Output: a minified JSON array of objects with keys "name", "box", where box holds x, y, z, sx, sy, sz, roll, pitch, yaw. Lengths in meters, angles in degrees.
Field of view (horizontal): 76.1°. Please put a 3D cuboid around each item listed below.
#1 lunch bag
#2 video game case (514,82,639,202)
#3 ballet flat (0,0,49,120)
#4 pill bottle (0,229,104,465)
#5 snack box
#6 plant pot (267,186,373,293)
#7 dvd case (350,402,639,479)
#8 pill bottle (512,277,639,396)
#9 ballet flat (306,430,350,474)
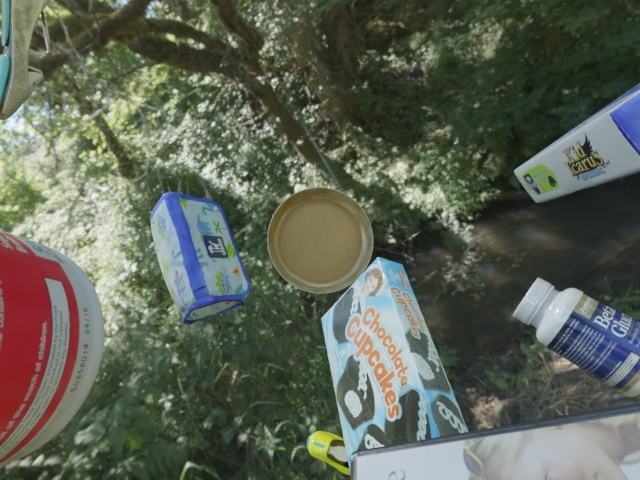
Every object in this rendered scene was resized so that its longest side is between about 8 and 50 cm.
[{"name":"lunch bag","box":[-0.145,0.024,0.485,0.096,0.129,0.151,-20,-11,-10]},{"name":"video game case","box":[0.367,-0.151,0.422,0.269,0.061,0.244,-35,-6,6]},{"name":"ballet flat","box":[-0.375,-0.232,0.517,0.057,0.168,0.052,25,15,40]},{"name":"pill bottle","box":[-0.351,0.064,0.245,0.229,0.229,0.408,-35,-15,-4]},{"name":"snack box","box":[0.094,0.206,0.611,0.187,0.060,0.322,-52,34,34]},{"name":"plant pot","box":[0.000,0.000,0.915,0.236,0.236,0.032,-37,-3,-9]},{"name":"dvd case","box":[0.135,0.212,0.265,0.252,0.022,0.180,-21,34,20]},{"name":"pill bottle","box":[0.366,0.125,0.568,0.169,0.094,0.094,34,61,27]},{"name":"ballet flat","box":[0.066,0.517,0.981,0.077,0.231,0.077,-13,49,46]}]
